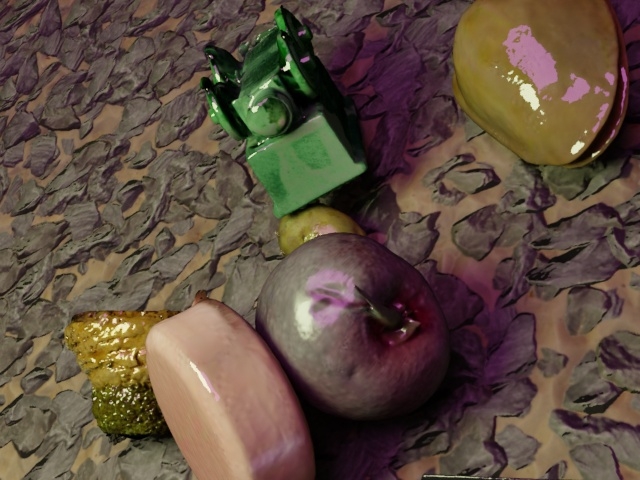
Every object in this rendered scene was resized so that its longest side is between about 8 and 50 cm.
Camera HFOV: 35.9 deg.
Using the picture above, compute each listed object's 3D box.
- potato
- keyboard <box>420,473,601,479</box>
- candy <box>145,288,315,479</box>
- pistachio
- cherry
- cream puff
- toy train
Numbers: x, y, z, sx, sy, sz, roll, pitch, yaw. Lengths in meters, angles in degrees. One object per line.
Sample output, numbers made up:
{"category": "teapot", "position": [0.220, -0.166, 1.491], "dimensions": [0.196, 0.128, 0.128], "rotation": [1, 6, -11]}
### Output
{"category": "potato", "position": [0.000, 0.000, 1.243], "dimensions": [0.138, 0.070, 0.091], "rotation": [29, 96, 42]}
{"category": "keyboard", "position": [0.197, 0.280, 0.972], "dimensions": [0.230, 0.025, 0.093], "rotation": [-5, 57, 29]}
{"category": "candy", "position": [-0.104, 0.179, 1.072], "dimensions": [0.094, 0.255, 0.255], "rotation": [-26, 44, -24]}
{"category": "pistachio", "position": [0.267, -0.204, 1.158], "dimensions": [0.260, 0.163, 0.212], "rotation": [51, 126, 40]}
{"category": "cherry", "position": [0.032, 0.096, 1.066], "dimensions": [0.183, 0.213, 0.266], "rotation": [-40, 15, -23]}
{"category": "cream puff", "position": [-0.226, 0.171, 1.230], "dimensions": [0.183, 0.183, 0.169], "rotation": [-5, 84, 29]}
{"category": "toy train", "position": [-0.048, -0.175, 1.261], "dimensions": [0.145, 0.202, 0.266], "rotation": [-28, 28, 13]}
